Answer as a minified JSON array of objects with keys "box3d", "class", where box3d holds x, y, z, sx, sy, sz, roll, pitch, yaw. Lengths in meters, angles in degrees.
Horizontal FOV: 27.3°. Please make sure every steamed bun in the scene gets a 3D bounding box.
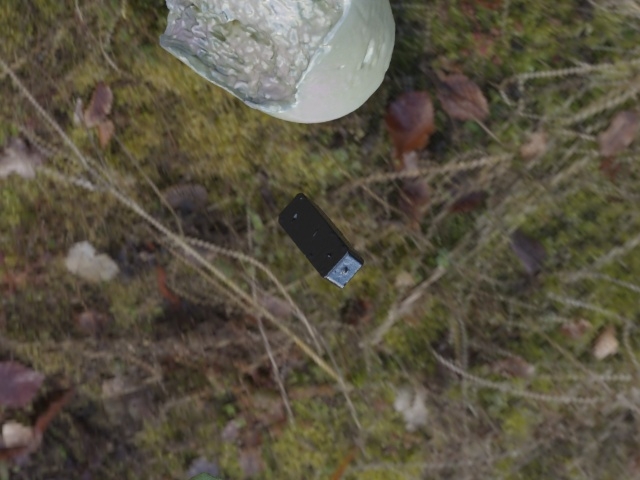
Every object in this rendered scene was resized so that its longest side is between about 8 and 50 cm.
[{"box3d":[-0.049,-0.202,1.114,0.170,0.225,0.200,-39,139,-9],"class":"steamed bun"}]

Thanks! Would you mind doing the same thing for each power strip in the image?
[{"box3d":[0.000,0.000,1.198,0.038,0.111,0.029,-48,130,8],"class":"power strip"}]

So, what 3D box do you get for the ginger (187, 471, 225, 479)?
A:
[{"box3d":[-0.082,0.312,0.939,0.089,0.137,0.290,0,83,17],"class":"ginger"}]
